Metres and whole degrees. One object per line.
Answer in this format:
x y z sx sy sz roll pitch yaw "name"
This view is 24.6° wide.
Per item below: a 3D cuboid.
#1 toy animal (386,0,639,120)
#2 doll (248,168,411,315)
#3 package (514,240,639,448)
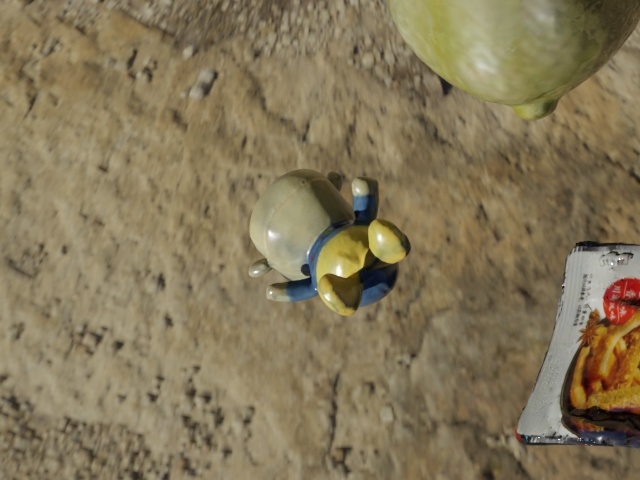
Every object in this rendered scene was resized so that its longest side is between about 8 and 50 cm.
0.074 -0.215 0.766 0.181 0.180 0.363 4 155 25 "toy animal"
0.000 0.000 0.932 0.089 0.179 0.102 45 81 -14 "doll"
0.239 0.070 0.952 0.030 0.239 0.154 38 64 -39 "package"
